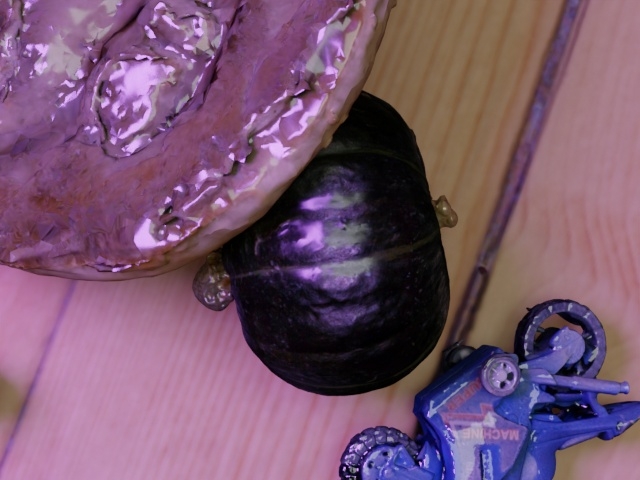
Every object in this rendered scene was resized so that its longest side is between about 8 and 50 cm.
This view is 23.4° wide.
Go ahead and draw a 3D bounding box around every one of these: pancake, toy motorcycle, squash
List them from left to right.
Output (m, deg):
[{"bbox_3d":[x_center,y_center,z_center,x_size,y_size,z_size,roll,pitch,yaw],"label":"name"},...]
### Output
[{"bbox_3d":[-0.117,-0.160,0.894,0.387,0.082,0.386,-6,77,24],"label":"pancake"},{"bbox_3d":[0.005,-0.002,0.928,0.156,0.193,0.193,8,83,10],"label":"squash"},{"bbox_3d":[0.113,0.127,0.995,0.205,0.076,0.114,-34,99,-13],"label":"toy motorcycle"}]
